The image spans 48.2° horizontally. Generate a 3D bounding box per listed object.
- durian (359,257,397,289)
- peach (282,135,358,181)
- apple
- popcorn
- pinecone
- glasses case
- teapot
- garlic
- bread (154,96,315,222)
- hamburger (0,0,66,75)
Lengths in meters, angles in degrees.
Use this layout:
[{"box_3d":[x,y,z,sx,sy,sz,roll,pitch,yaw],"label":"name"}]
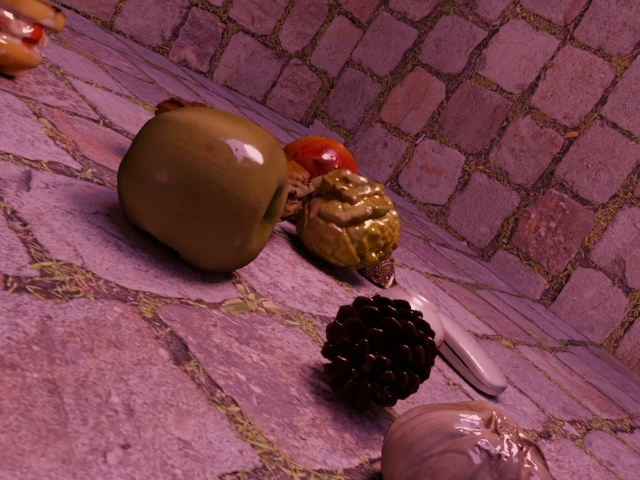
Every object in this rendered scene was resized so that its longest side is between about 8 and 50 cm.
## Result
[{"box_3d":[0.143,0.060,1.737,0.111,0.071,0.140,30,8,-15],"label":"durian"},{"box_3d":[-0.016,-0.155,1.792,0.231,0.231,0.231,31,12,-8],"label":"peach"},{"box_3d":[-0.180,-0.085,1.128,0.279,0.279,0.279,31,12,-8],"label":"apple"},{"box_3d":[0.058,-0.050,1.585,0.259,0.212,0.259,17,37,-13],"label":"popcorn"},{"box_3d":[0.074,0.161,0.991,0.163,0.162,0.165,35,25,8],"label":"pinecone"},{"box_3d":[0.291,0.226,1.466,0.092,0.059,0.233,14,26,-43],"label":"glasses case"},{"box_3d":[0.164,0.151,1.386,0.159,0.116,0.245,20,8,-6],"label":"teapot"},{"box_3d":[0.178,0.270,0.809,0.228,0.152,0.228,31,7,-4],"label":"garlic"},{"box_3d":[-0.188,-0.147,1.469,0.325,0.167,0.277,36,13,12],"label":"bread"},{"box_3d":[-0.654,-0.440,1.389,0.261,0.186,0.303,31,2,-18],"label":"hamburger"}]
